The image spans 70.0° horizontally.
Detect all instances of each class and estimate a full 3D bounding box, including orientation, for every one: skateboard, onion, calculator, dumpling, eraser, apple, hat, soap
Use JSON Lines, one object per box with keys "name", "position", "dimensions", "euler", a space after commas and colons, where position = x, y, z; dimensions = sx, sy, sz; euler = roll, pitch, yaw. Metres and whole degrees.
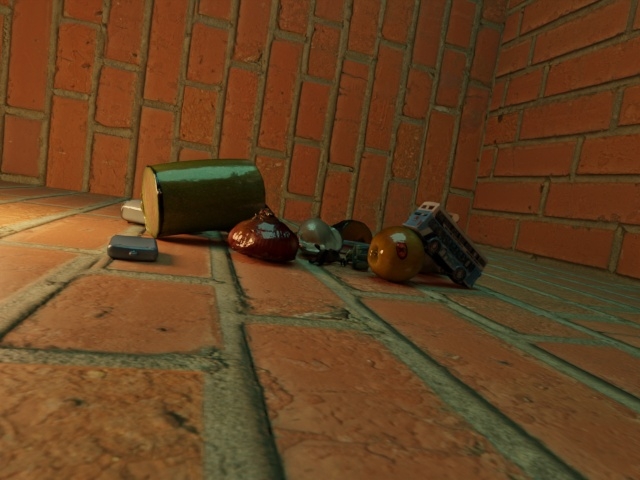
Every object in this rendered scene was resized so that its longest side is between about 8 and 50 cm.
{"name": "skateboard", "position": [0.034, 0.057, 1.528], "dimensions": [0.080, 0.067, 0.151], "euler": [23, 8, 31]}
{"name": "onion", "position": [-0.172, -0.018, 1.424], "dimensions": [0.230, 0.163, 0.230], "euler": [4, -2, 0]}
{"name": "calculator", "position": [-0.486, 0.018, 1.187], "dimensions": [0.121, 0.039, 0.210], "euler": [4, 7, -23]}
{"name": "dumpling", "position": [0.000, 0.000, 1.675], "dimensions": [0.173, 0.142, 0.247], "euler": [12, 28, 6]}
{"name": "eraser", "position": [-0.621, -0.095, 1.834], "dimensions": [0.290, 0.104, 0.189], "euler": [11, 2, 14]}
{"name": "apple", "position": [0.224, 0.041, 1.381], "dimensions": [0.155, 0.182, 0.182], "euler": [-4, 10, -21]}
{"name": "hat", "position": [0.401, 0.010, 1.625], "dimensions": [0.232, 0.275, 0.161], "euler": [-27, 68, -39]}
{"name": "soap", "position": [0.155, 0.036, 1.910], "dimensions": [0.149, 0.056, 0.100], "euler": [11, 8, 28]}

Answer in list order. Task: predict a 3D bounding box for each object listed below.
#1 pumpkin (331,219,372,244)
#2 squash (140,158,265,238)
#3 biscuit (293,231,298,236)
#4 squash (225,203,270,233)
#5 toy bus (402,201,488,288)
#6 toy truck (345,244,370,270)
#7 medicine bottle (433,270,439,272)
{"name": "pumpkin", "position": [0.092, -0.031, 2.068], "dimensions": [0.169, 0.148, 0.312], "euler": [16, 7, 40]}
{"name": "squash", "position": [-0.419, -0.157, 1.613], "dimensions": [0.385, 0.262, 0.263], "euler": [-11, 16, -35]}
{"name": "biscuit", "position": [-0.118, -0.021, 1.988], "dimensions": [0.226, 0.036, 0.166], "euler": [-4, 4, -7]}
{"name": "squash", "position": [-0.306, -0.093, 1.910], "dimensions": [0.218, 0.172, 0.218], "euler": [15, 8, -2]}
{"name": "toy bus", "position": [0.400, 0.017, 1.460], "dimensions": [0.297, 0.131, 0.106], "euler": [43, -8, -21]}
{"name": "toy truck", "position": [0.126, 0.066, 1.572], "dimensions": [0.067, 0.081, 0.175], "euler": [8, -13, -10]}
{"name": "medicine bottle", "position": [0.463, 0.098, 1.739], "dimensions": [0.231, 0.059, 0.059], "euler": [12, 6, 30]}
